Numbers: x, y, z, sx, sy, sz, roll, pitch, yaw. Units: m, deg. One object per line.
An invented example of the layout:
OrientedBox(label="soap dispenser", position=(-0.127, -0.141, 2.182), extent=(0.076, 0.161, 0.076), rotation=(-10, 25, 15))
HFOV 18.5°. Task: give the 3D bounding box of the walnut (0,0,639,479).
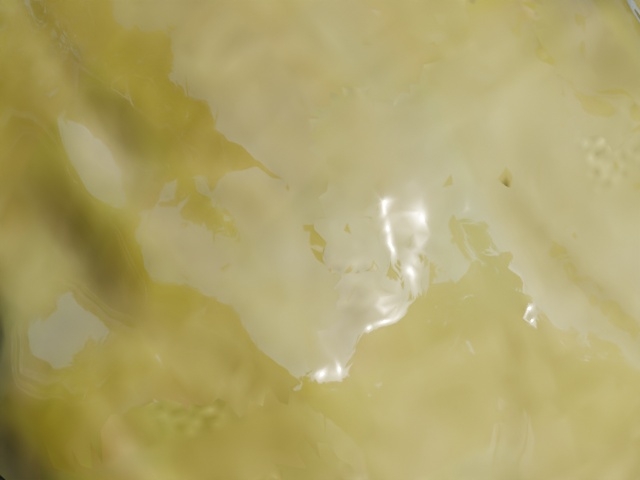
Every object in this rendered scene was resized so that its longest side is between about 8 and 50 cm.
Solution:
OrientedBox(label="walnut", position=(0.001, 0.000, 0.558), extent=(0.282, 0.253, 0.277), rotation=(11, 52, -63))
